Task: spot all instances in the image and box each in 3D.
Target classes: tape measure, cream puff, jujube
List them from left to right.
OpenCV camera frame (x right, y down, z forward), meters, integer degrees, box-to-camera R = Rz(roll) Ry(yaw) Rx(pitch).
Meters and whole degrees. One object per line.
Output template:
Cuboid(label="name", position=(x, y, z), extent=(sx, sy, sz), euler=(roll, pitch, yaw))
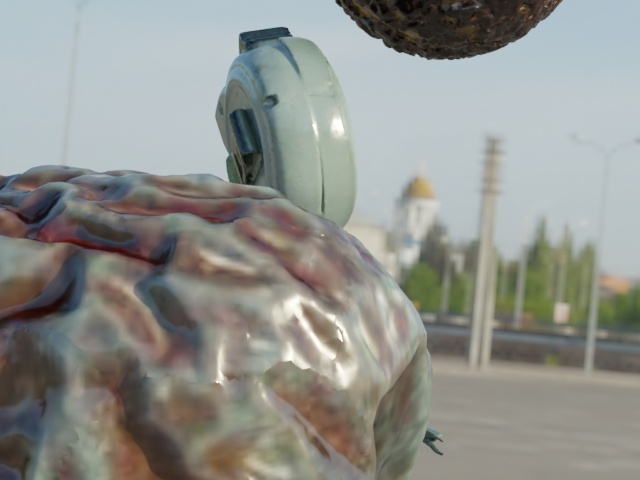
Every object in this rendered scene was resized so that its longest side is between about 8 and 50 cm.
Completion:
Cuboid(label="jujube", position=(-0.117, 0.078, 0.772), extent=(0.317, 0.226, 0.226), euler=(2, -2, 13))
Cuboid(label="tape measure", position=(-0.001, 0.001, 1.303), extent=(0.084, 0.330, 0.164), euler=(-14, -29, -11))
Cuboid(label="cream puff", position=(0.089, -0.256, 1.446), extent=(0.239, 0.239, 0.165), euler=(4, 21, 36))
